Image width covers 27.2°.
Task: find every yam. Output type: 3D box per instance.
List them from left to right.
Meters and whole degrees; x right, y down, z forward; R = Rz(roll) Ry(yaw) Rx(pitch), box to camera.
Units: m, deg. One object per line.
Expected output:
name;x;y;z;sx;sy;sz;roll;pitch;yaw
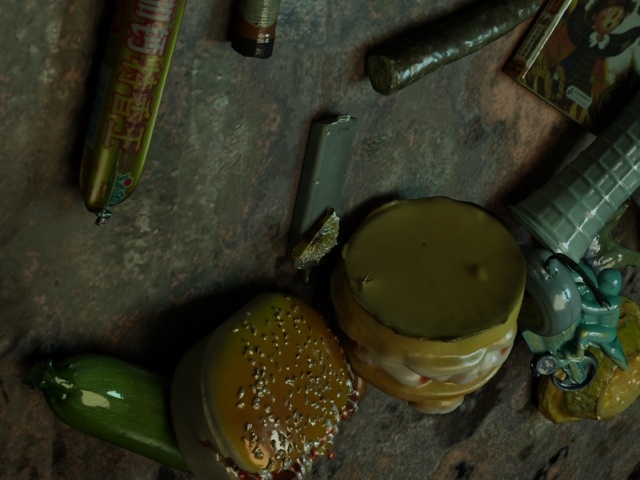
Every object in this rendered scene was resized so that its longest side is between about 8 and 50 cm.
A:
yam;0.177;-0.262;1.702;0.274;0.061;0.061;-29;136;-28

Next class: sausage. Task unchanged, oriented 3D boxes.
sausage;-0.198;-0.176;1.386;0.082;0.082;0.371;-7;124;-42

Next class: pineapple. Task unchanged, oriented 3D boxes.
pineapple;0.000;0.000;1.715;0.083;0.019;0.045;-50;140;-8

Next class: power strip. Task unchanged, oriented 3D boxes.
power strip;0.000;-0.054;1.712;0.060;0.027;0.252;-14;129;-39

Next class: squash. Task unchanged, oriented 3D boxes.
squash;-0.216;0.215;1.644;0.107;0.107;0.395;-54;140;3

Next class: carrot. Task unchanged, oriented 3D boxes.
carrot;0.053;0.184;1.949;0.035;0.035;0.142;-18;123;-35

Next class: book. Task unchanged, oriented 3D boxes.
book;0.459;-0.371;1.910;0.300;0.039;0.428;21;104;-50

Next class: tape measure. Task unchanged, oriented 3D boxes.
tape measure;0.357;0.076;1.905;0.084;0.330;0.164;-41;112;-16

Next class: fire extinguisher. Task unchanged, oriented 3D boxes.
fire extinguisher;-0.059;-0.290;1.452;0.062;0.050;0.177;-1;122;-23

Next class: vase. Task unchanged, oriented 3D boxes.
vase;0.432;-0.107;1.980;0.299;0.143;0.143;-46;142;4

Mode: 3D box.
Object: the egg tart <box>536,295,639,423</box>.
egg tart;0.508;0.231;2.376;0.288;0.118;0.288;-30;140;-30

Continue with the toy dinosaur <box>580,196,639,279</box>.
toy dinosaur;0.452;-0.004;2.168;0.162;0.077;0.294;-44;127;-3

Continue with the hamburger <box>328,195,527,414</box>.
hamburger;0.138;0.101;1.799;0.276;0.276;0.236;-27;148;-28

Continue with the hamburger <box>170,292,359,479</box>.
hamburger;-0.064;0.190;1.662;0.295;0.151;0.227;-41;114;-53

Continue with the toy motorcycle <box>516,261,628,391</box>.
toy motorcycle;0.406;0.121;2.147;0.198;0.109;0.296;-26;123;8

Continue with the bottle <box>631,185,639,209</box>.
bottle;0.573;-0.029;2.169;0.060;0.060;0.217;-48;130;-5
